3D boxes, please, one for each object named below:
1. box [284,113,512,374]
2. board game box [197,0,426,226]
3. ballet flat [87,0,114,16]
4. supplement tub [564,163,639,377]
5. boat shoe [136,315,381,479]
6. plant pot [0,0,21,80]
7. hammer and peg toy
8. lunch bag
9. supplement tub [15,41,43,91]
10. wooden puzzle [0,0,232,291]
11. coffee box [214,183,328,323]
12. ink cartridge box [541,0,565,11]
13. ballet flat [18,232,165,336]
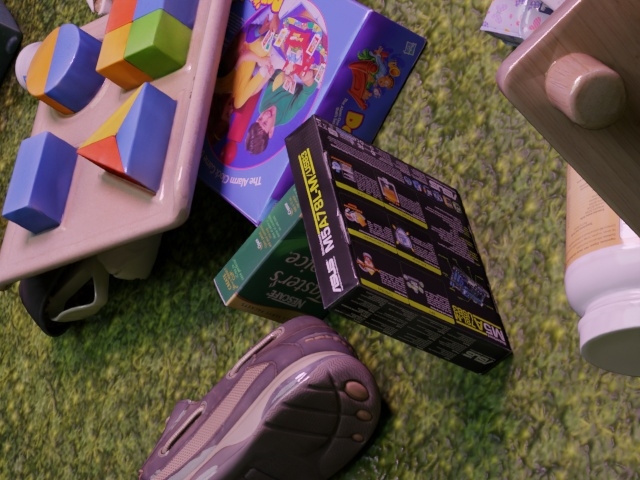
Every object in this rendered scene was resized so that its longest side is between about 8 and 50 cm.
[{"bbox_3d":[0.064,0.004,1.319,0.045,0.191,0.184,-37,48,30],"label":"box"},{"bbox_3d":[-0.065,-0.169,1.648,0.347,0.078,0.233,38,102,51],"label":"board game box"},{"bbox_3d":[-0.245,-0.311,1.947,0.221,0.077,0.079,15,103,52],"label":"ballet flat"},{"bbox_3d":[0.249,-0.013,1.144,0.144,0.144,0.199,-18,59,44],"label":"supplement tub"},{"bbox_3d":[-0.087,0.211,1.467,0.355,0.132,0.130,-43,34,16],"label":"boat shoe"},{"bbox_3d":[-0.557,-0.276,2.140,0.252,0.247,0.247,28,93,16],"label":"plant pot"},{"bbox_3d":[0.317,-0.068,0.976,0.266,0.361,0.127,-45,17,7],"label":"hammer and peg toy"},{"bbox_3d":[0.191,-0.202,1.384,0.083,0.053,0.071,23,92,43],"label":"lunch bag"},{"bbox_3d":[-0.327,-0.213,1.988,0.107,0.071,0.071,8,78,51],"label":"supplement tub"},{"bbox_3d":[-0.233,-0.133,1.675,0.348,0.080,0.322,-21,51,44],"label":"wooden puzzle"},{"bbox_3d":[0.000,0.000,1.462,0.184,0.113,0.040,-48,45,21],"label":"coffee box"},{"bbox_3d":[0.235,-0.267,1.280,0.189,0.232,0.066,-51,5,21],"label":"ink cartridge box"},{"bbox_3d":[-0.233,0.017,1.753,0.280,0.095,0.096,-43,54,37],"label":"ballet flat"}]
